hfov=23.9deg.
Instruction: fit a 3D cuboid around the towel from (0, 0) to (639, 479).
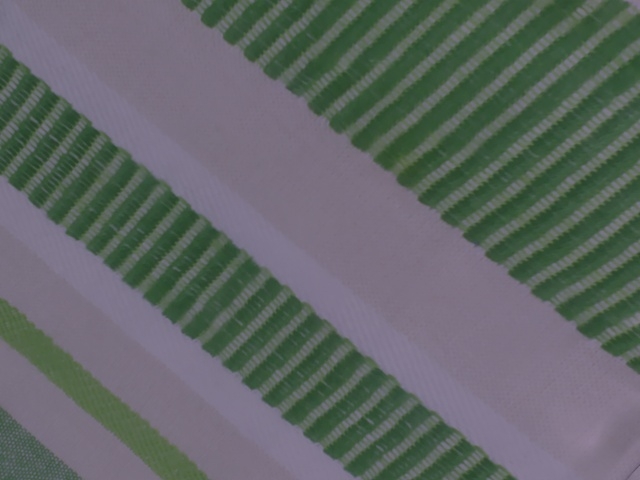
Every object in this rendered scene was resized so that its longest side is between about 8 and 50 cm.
[{"bbox_3d":[0.000,0.000,0.442,0.248,0.038,0.325,40,118,5],"label":"towel"}]
